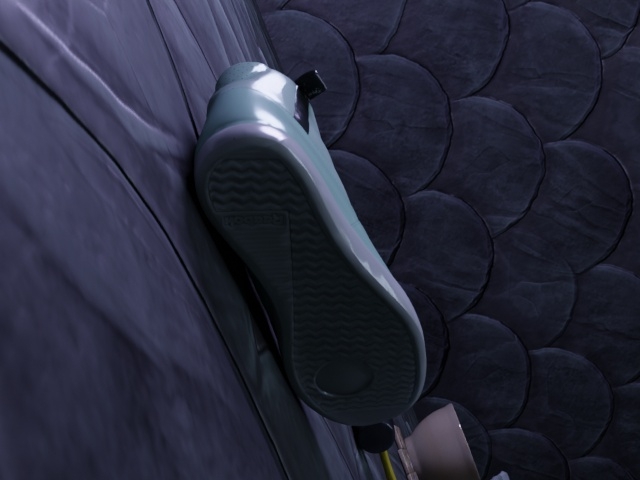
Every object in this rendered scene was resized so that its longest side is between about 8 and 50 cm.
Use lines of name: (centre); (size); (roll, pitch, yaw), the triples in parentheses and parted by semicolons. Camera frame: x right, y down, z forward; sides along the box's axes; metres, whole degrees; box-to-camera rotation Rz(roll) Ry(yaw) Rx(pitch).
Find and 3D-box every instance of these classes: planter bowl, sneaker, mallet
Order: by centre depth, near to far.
sneaker: (0.000, -0.001, 0.604); (0.151, 0.094, 0.256); (-95, 163, -54)
mallet: (0.072, 0.244, 0.894); (0.062, 0.039, 0.189); (-101, 174, -77)
planter bowl: (0.218, 0.392, 1.659); (0.162, 0.109, 0.162); (-21, 90, -86)

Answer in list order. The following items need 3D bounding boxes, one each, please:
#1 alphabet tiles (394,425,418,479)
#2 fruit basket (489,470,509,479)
alphabet tiles: (0.161, 0.416, 1.474); (0.198, 0.009, 0.237); (56, 14, -74)
fruit basket: (0.050, 0.206, 0.123); (0.353, 0.165, 0.327); (17, 51, -66)
